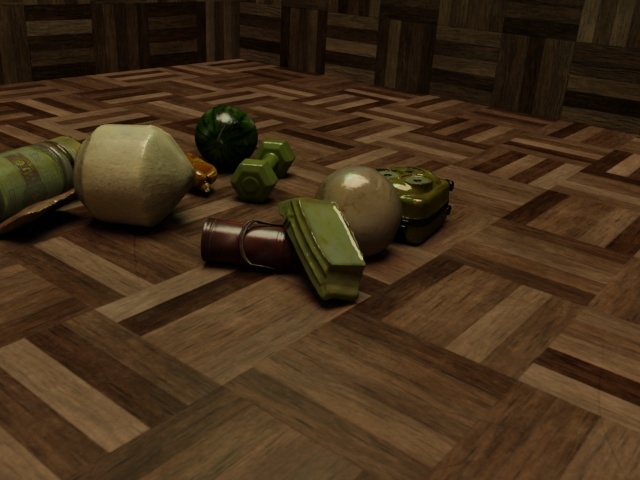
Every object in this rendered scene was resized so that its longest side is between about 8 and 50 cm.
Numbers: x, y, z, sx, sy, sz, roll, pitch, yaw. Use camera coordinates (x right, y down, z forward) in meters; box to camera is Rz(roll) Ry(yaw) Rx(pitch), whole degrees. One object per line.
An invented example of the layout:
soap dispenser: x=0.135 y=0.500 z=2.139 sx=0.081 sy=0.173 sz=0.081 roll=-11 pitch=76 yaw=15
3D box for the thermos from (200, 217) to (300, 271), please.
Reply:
thermos: x=-0.126 y=0.012 z=1.372 sx=0.232 sy=0.099 sz=0.124 roll=7 pitch=-12 yaw=4

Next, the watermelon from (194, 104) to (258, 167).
watermelon: x=-0.284 y=-0.307 z=1.954 sx=0.188 sy=0.188 sz=0.214 roll=4 pitch=26 yaw=1

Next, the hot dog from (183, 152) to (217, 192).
hot dog: x=-0.366 y=-0.191 z=1.825 sx=0.109 sy=0.072 sz=0.269 roll=-13 pitch=27 yaw=-29

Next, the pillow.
pillow: x=-0.640 y=-0.069 z=1.494 sx=0.135 sy=0.034 sz=0.211 roll=-26 pitch=10 yaw=28

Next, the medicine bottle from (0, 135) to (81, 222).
medicine bottle: x=-0.716 y=-0.143 z=1.566 sx=0.151 sy=0.151 sz=0.322 roll=13 pitch=26 yaw=21

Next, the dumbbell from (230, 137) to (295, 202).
dumbbell: x=-0.157 y=-0.202 z=1.828 sx=0.108 sy=0.121 sz=0.302 roll=32 pitch=26 yaw=-4

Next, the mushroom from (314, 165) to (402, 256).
mushroom: x=0.078 y=-0.050 z=1.459 sx=0.206 sy=0.209 sz=0.206 roll=2 pitch=54 yaw=-3

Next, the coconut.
coconut: x=-0.425 y=-0.152 z=1.531 sx=0.266 sy=0.237 sz=0.237 roll=3 pitch=23 yaw=11

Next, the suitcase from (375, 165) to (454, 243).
suitcase: x=0.206 y=-0.101 z=1.601 sx=0.194 sy=0.143 sz=0.235 roll=16 pitch=27 yaw=26

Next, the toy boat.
toy boat: x=0.002 y=-0.005 z=1.300 sx=0.111 sy=0.084 sz=0.276 roll=4 pitch=43 yaw=-33
